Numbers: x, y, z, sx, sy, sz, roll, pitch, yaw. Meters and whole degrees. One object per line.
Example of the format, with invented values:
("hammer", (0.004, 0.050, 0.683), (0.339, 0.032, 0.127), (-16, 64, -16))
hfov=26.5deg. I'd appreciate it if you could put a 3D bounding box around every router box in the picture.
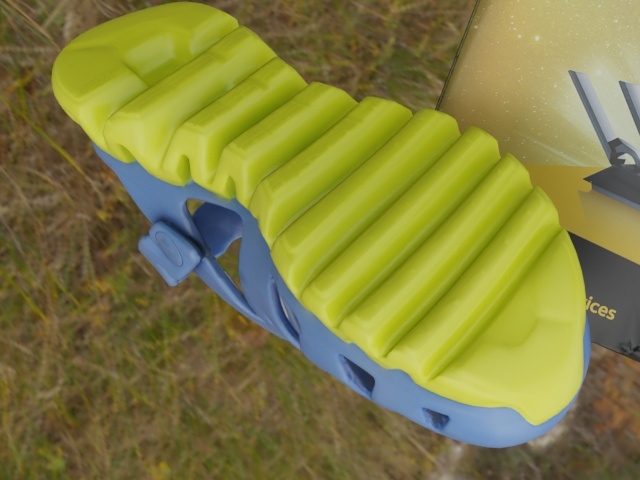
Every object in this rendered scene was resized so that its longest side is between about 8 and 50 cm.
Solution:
("router box", (0.217, -0.050, 0.675), (0.081, 0.309, 0.243), (-36, 147, -73))

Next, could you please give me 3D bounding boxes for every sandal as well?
("sandal", (0.000, 0.000, 0.648), (0.126, 0.317, 0.138), (-31, 137, -24))
